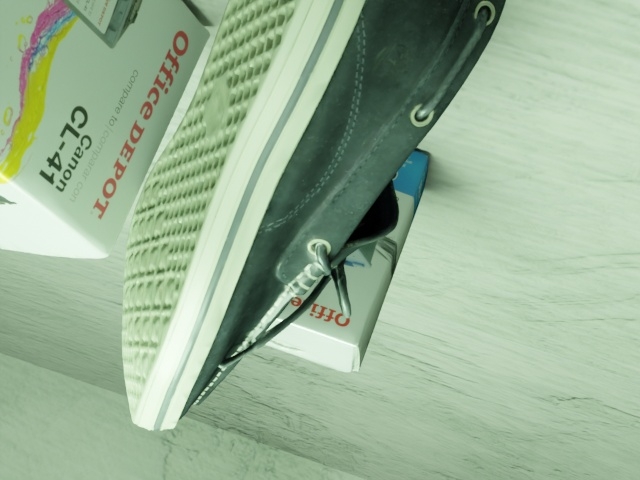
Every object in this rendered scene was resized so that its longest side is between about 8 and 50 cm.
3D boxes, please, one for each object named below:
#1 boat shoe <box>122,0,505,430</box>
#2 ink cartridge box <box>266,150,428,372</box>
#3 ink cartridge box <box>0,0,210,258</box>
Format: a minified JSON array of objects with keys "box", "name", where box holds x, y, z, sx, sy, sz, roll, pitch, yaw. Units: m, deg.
[{"box":[-0.027,-0.032,0.860,0.155,0.187,0.500,10,130,-25],"name":"boat shoe"},{"box":[0.000,0.000,1.067,0.139,0.191,0.082,18,158,6],"name":"ink cartridge box"},{"box":[-0.242,-0.157,0.881,0.131,0.226,0.306,6,155,36],"name":"ink cartridge box"}]
